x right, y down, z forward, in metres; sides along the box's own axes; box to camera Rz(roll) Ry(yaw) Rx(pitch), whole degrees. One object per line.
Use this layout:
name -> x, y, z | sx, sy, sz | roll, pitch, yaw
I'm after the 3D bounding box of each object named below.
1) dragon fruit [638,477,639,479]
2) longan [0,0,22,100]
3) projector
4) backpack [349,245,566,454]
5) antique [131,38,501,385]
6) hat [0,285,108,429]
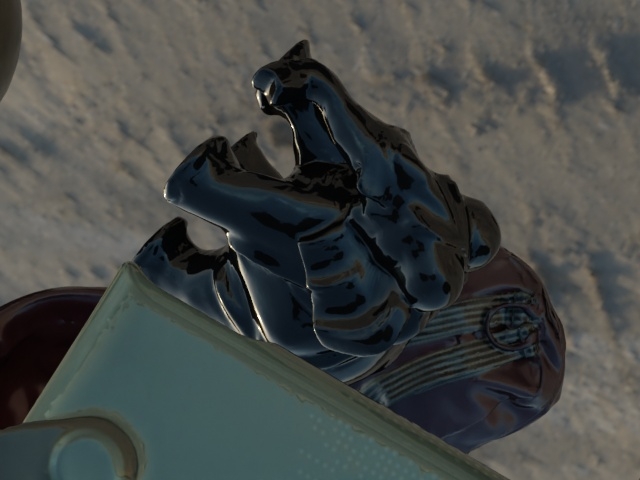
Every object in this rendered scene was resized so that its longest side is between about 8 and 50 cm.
dragon fruit -> 0.348, 0.273, 1.065 | 0.277, 0.277, 0.342 | -4, 141, 47
longan -> -0.443, -0.218, 1.400 | 0.319, 0.319, 0.319 | 23, 151, 14
projector -> -0.053, 0.135, 0.647 | 0.242, 0.177, 0.163 | 28, 166, 6
backpack -> 0.130, 0.137, 1.688 | 0.317, 0.283, 0.197 | -17, 169, 17
antique -> 0.000, 0.000, 1.248 | 0.255, 0.185, 0.322 | 42, 140, 9
hat -> -0.154, 0.119, 0.919 | 0.205, 0.205, 0.089 | 23, 143, 14
